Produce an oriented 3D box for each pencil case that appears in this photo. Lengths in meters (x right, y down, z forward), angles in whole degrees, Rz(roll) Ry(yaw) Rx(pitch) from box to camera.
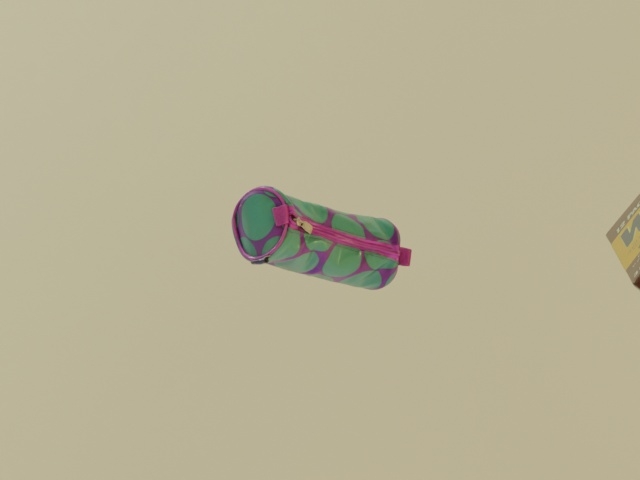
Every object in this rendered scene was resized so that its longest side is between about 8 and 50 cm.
[{"bbox_3d":[0.000,0.000,1.445,0.070,0.152,0.064,-5,-103,45],"label":"pencil case"}]

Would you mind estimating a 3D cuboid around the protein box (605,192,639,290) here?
[{"bbox_3d":[0.340,0.021,1.293,0.201,0.200,0.136,37,-80,-3],"label":"protein box"}]
